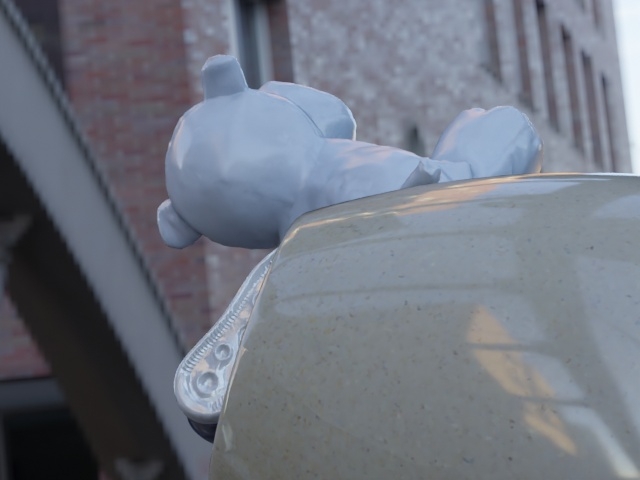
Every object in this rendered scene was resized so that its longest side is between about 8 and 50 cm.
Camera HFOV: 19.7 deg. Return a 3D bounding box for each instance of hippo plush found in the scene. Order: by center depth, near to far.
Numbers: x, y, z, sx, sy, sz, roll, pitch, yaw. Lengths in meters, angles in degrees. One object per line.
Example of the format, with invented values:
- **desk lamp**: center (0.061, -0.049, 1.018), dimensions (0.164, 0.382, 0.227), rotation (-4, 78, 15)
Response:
- **hippo plush**: center (0.000, 0.000, 1.311), dimensions (0.237, 0.234, 0.294), rotation (18, 18, 19)

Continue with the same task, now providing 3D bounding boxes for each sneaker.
- **sneaker**: center (-0.036, 0.126, 2.279), dimensions (0.323, 0.130, 0.236), rotation (-44, -20, -4)

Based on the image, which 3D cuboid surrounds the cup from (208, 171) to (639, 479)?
- **cup**: center (0.077, 0.097, 1.001), dimensions (0.237, 0.331, 0.331), rotation (18, -4, 7)
